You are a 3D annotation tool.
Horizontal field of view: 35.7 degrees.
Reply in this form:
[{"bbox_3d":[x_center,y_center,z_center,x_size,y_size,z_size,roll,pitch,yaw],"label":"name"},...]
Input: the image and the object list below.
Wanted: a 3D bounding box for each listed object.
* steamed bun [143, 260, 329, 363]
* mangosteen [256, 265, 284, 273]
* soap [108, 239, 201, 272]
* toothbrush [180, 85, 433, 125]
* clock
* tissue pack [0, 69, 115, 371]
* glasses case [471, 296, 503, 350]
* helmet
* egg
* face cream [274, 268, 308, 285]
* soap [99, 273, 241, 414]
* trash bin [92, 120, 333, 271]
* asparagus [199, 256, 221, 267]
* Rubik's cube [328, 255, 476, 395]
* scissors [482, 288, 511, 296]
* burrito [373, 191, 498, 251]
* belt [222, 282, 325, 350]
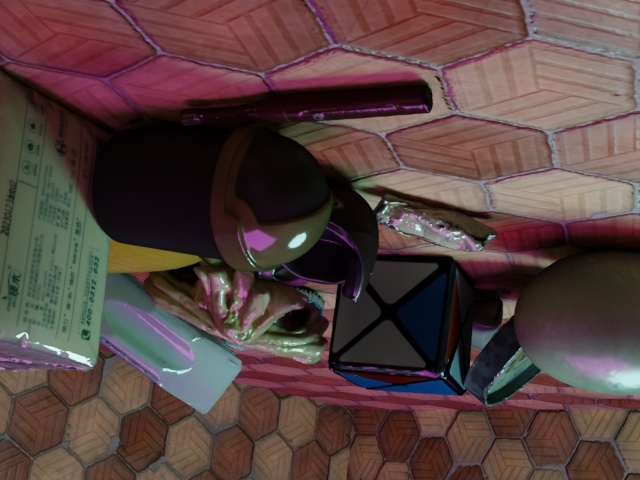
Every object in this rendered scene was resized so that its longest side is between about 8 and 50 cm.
[{"bbox_3d":[-0.163,0.122,2.081,0.428,0.189,0.247,24,-162,-3],"label":"steamed bun"},{"bbox_3d":[-0.109,-0.007,1.794,0.140,0.140,0.140,7,164,2],"label":"mangosteen"},{"bbox_3d":[-0.414,-0.007,1.917,0.427,0.115,0.306,-4,157,30],"label":"soap"},{"bbox_3d":[-0.028,-0.174,1.302,0.364,0.041,0.041,0,163,24],"label":"toothbrush"},{"bbox_3d":[0.426,0.216,2.039,0.061,0.312,0.312,46,180,25],"label":"clock"},{"bbox_3d":[-0.455,-0.018,1.420,0.207,0.380,0.297,-7,158,29],"label":"tissue pack"},{"bbox_3d":[0.354,0.185,2.304,0.128,0.083,0.308,11,165,9],"label":"glasses case"},{"bbox_3d":[0.000,0.000,1.609,0.189,0.193,0.216,13,156,3],"label":"helmet"},{"bbox_3d":[0.523,0.145,1.766,0.352,0.258,0.258,-3,162,12],"label":"egg"},{"bbox_3d":[-0.089,0.047,2.060,0.084,0.057,0.198,10,166,23],"label":"face cream"},{"bbox_3d":[-0.394,0.199,2.245,0.446,0.156,0.261,40,175,-15],"label":"soap"},{"bbox_3d":[-0.142,-0.068,1.426,0.333,0.214,0.214,8,166,27],"label":"trash bin"},{"bbox_3d":[-0.240,-0.057,1.689,0.085,0.082,0.343,-27,143,5],"label":"asparagus"},{"bbox_3d":[0.175,0.178,2.055,0.246,0.250,0.248,2,161,19],"label":"Rubik's cube"},{"bbox_3d":[0.384,0.117,2.186,0.036,0.006,0.083,14,163,-28],"label":"scissors"},{"bbox_3d":[0.193,-0.027,1.668,0.229,0.063,0.058,15,172,-20],"label":"burrito"},{"bbox_3d":[-0.123,0.187,2.397,0.257,0.150,0.207,6,156,6],"label":"belt"}]
